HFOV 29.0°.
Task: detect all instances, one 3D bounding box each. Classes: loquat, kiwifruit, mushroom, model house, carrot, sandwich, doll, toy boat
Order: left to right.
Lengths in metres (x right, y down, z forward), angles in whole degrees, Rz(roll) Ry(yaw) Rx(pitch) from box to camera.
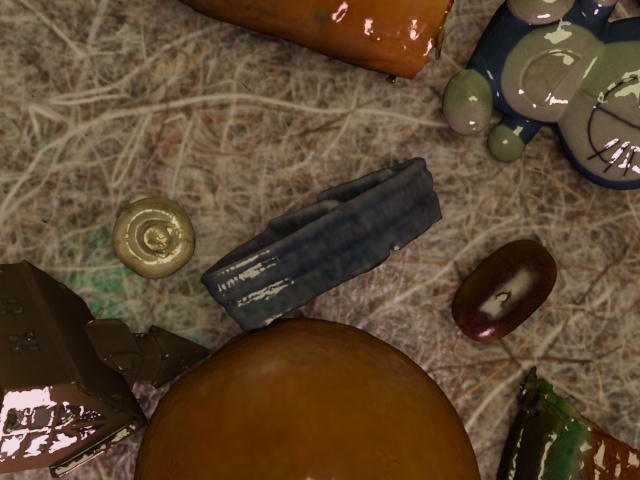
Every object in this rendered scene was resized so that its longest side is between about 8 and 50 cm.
[{"bbox_3d":[-0.223,0.135,1.199,0.248,0.181,0.176,-2,129,-33],"label":"model house"},{"bbox_3d":[-0.166,-0.003,1.237,0.083,0.067,0.084,1,86,-15],"label":"mushroom"},{"bbox_3d":[-0.030,-0.307,1.198,0.340,0.224,0.224,20,84,-9],"label":"carrot"},{"bbox_3d":[-0.011,0.234,1.120,0.328,0.328,0.329,0,86,-8],"label":"loquat"},{"bbox_3d":[0.000,0.000,1.185,0.283,0.127,0.078,-32,102,-40],"label":"toy boat"},{"bbox_3d":[0.191,0.052,1.279,0.075,0.075,0.124,45,85,-3],"label":"kiwifruit"},{"bbox_3d":[0.274,0.297,1.256,0.212,0.109,0.292,19,84,-5],"label":"sandwich"},{"bbox_3d":[0.279,-0.158,1.267,0.258,0.154,0.228,31,116,2],"label":"doll"}]
